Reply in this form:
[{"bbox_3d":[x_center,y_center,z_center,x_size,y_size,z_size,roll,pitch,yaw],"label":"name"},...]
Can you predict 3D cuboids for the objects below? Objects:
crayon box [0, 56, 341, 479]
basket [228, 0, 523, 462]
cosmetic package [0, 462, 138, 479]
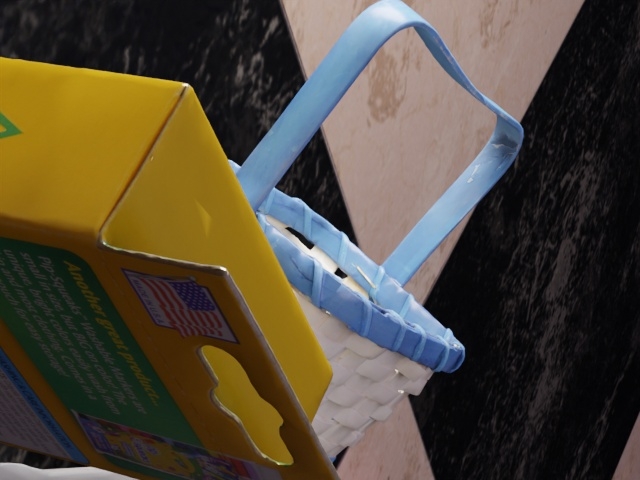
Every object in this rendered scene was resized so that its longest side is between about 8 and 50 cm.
[{"bbox_3d":[-0.130,0.014,0.731,0.083,0.323,0.203,-63,149,-29],"label":"crayon box"},{"bbox_3d":[0.000,0.000,1.077,0.289,0.201,0.255,-46,152,4],"label":"basket"},{"bbox_3d":[-0.095,0.248,0.977,0.385,0.217,0.156,42,47,-58],"label":"cosmetic package"}]
